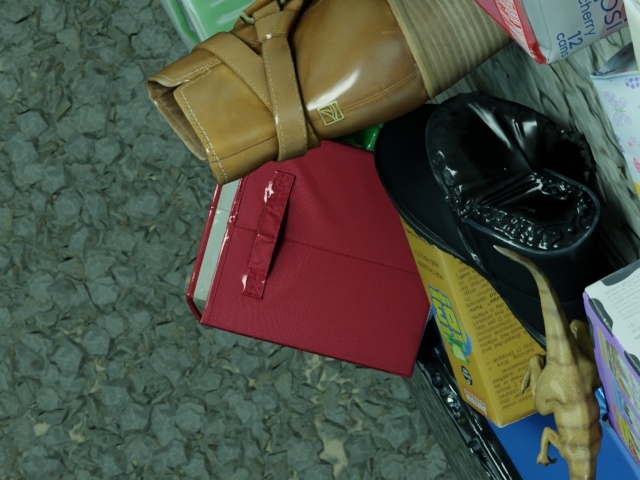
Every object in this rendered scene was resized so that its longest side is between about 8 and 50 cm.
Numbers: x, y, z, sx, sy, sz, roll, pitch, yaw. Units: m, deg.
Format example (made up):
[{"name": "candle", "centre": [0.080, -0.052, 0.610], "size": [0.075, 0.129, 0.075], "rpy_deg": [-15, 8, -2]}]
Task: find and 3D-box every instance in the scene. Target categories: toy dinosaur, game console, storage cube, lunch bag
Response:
[{"name": "toy dinosaur", "centre": [0.153, 0.081, 1.165], "size": [0.112, 0.064, 0.212], "rpy_deg": [-83, -20, -73]}, {"name": "game console", "centre": [0.224, 0.160, 1.633], "size": [0.250, 0.173, 0.293], "rpy_deg": [6, -130, -58]}, {"name": "storage cube", "centre": [0.000, 0.000, 1.675], "size": [0.215, 0.193, 0.184], "rpy_deg": [-146, 71, -81]}, {"name": "lunch bag", "centre": [0.171, -0.055, 0.821], "size": [0.083, 0.053, 0.071], "rpy_deg": [1, 123, 55]}]

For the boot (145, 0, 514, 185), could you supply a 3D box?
[{"name": "boot", "centre": [-0.011, -0.136, 1.246], "size": [0.109, 0.220, 0.283], "rpy_deg": [64, 174, -33]}]

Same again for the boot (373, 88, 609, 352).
[{"name": "boot", "centre": [0.108, -0.046, 1.250], "size": [0.246, 0.094, 0.207], "rpy_deg": [51, 174, 30]}]

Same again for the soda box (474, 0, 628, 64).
[{"name": "soda box", "centre": [0.072, -0.185, 0.865], "size": [0.263, 0.092, 0.083], "rpy_deg": [56, 172, 51]}]

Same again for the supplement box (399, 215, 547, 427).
[{"name": "supplement box", "centre": [0.123, 0.024, 1.459], "size": [0.233, 0.080, 0.078], "rpy_deg": [68, 168, -19]}]

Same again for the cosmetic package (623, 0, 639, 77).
[{"name": "cosmetic package", "centre": [0.208, 0.041, 0.636], "size": [0.160, 0.113, 0.309], "rpy_deg": [57, 173, 41]}]

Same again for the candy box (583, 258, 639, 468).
[{"name": "candy box", "centre": [0.234, 0.124, 1.067], "size": [0.196, 0.070, 0.165], "rpy_deg": [58, 175, 34]}]

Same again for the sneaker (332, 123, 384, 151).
[{"name": "sneaker", "centre": [-0.002, -0.119, 1.902], "size": [0.295, 0.109, 0.124], "rpy_deg": [83, 162, -76]}]

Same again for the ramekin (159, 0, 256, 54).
[{"name": "ramekin", "centre": [-0.075, -0.259, 1.636], "size": [0.303, 0.148, 0.303], "rpy_deg": [61, 175, 9]}]
